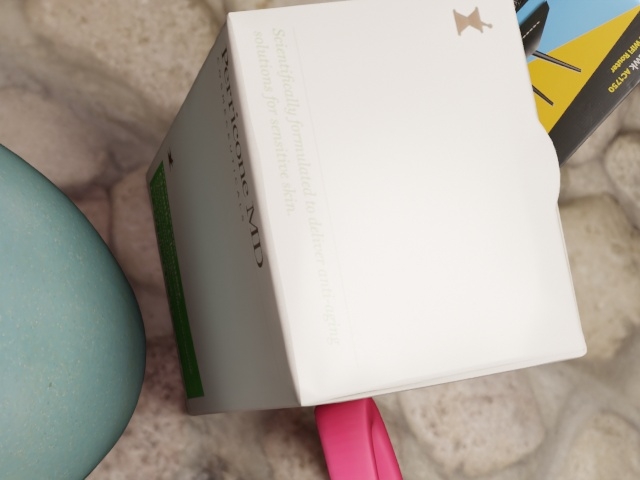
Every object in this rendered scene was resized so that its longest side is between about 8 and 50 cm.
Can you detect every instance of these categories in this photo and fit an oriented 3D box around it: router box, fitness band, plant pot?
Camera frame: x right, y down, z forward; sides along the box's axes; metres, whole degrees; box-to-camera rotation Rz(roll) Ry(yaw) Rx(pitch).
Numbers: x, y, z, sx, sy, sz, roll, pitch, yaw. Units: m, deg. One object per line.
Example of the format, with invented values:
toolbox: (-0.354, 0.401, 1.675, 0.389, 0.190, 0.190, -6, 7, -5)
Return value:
router box: (0.161, -0.134, 0.897, 0.133, 0.046, 0.179, 37, 115, -5)
fitness band: (0.044, 0.245, 0.773, 0.054, 0.209, 0.290, -14, 92, 6)
plant pot: (-0.224, 0.069, 0.732, 0.195, 0.290, 0.290, 14, 75, -48)

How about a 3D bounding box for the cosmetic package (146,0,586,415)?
cosmetic package: (0.000, 0.000, 0.723, 0.155, 0.365, 0.196, -9, 82, -14)
